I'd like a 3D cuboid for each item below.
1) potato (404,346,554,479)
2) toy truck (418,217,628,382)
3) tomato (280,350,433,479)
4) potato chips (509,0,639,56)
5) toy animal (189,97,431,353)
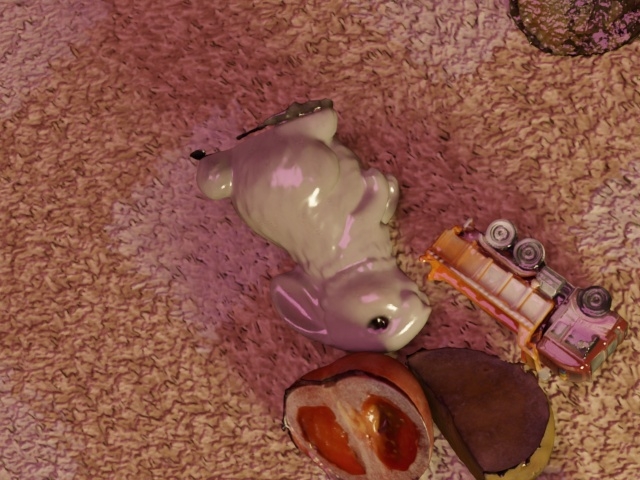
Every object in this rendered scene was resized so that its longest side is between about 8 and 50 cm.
[{"bbox_3d":[0.226,0.230,1.940,0.138,0.098,0.243,-26,47,-8],"label":"potato"},{"bbox_3d":[0.269,0.076,1.942,0.270,0.114,0.135,37,83,19],"label":"toy truck"},{"bbox_3d":[0.069,0.235,1.967,0.228,0.112,0.199,-10,114,38],"label":"tomato"},{"bbox_3d":[0.375,-0.349,2.045,0.220,0.029,0.202,17,85,22],"label":"potato chips"},{"bbox_3d":[0.000,0.000,2.016,0.258,0.194,0.357,-21,82,2],"label":"toy animal"}]
